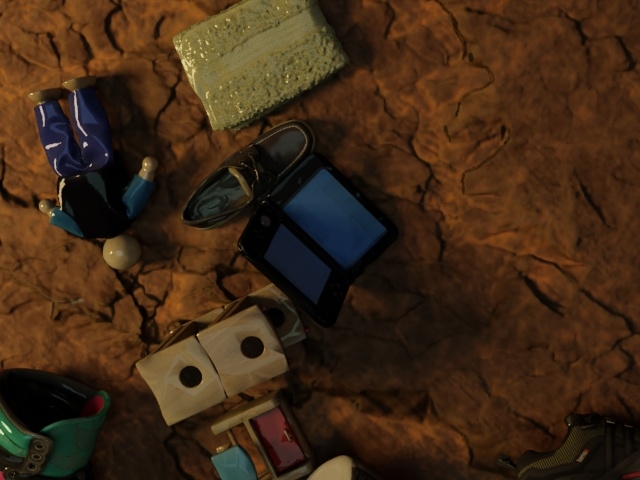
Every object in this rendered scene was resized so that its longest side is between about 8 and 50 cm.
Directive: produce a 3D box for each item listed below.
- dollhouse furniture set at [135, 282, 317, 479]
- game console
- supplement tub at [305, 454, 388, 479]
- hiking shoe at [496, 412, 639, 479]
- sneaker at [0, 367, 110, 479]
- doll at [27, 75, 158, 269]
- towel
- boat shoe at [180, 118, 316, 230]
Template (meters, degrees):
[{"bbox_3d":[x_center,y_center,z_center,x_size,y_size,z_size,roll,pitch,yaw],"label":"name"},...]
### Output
[{"bbox_3d":[-0.059,0.153,0.907,0.129,0.129,0.183,-26,95,10],"label":"dollhouse furniture set"},{"bbox_3d":[0.000,0.000,0.894,0.122,0.107,0.071,43,130,-16],"label":"game console"},{"bbox_3d":[0.066,0.300,0.915,0.190,0.117,0.117,38,102,-15],"label":"supplement tub"},{"bbox_3d":[0.283,0.194,0.894,0.227,0.114,0.086,-14,131,-18],"label":"hiking shoe"},{"bbox_3d":[-0.254,0.237,0.953,0.295,0.124,0.178,45,111,-1],"label":"sneaker"},{"bbox_3d":[-0.217,-0.061,0.932,0.129,0.046,0.189,-16,97,10],"label":"doll"},{"bbox_3d":[-0.057,-0.176,0.904,0.148,0.027,0.110,-26,97,10],"label":"towel"},{"bbox_3d":[-0.069,-0.058,0.913,0.152,0.049,0.056,-40,93,11],"label":"boat shoe"}]
